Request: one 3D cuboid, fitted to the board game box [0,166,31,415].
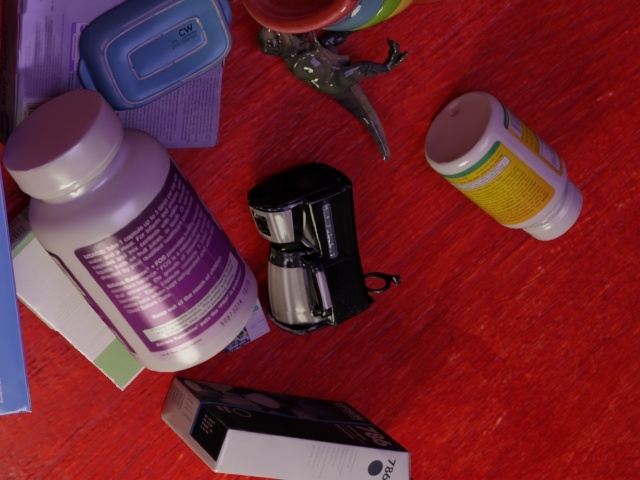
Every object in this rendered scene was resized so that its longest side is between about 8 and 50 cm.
[{"bbox_3d":[-0.443,0.031,1.792,0.233,0.078,0.347,-7,113,-12],"label":"board game box"}]

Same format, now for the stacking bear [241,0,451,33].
[{"bbox_3d":[0.057,-0.318,1.914,0.289,0.164,0.175,-11,77,-46],"label":"stacking bear"}]

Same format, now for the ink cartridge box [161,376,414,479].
[{"bbox_3d":[-0.016,0.246,2.099,0.333,0.165,0.065,13,101,-33],"label":"ink cartridge box"}]

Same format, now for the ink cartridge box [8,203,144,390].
[{"bbox_3d":[-0.253,0.038,1.950,0.171,0.056,0.235,-46,126,-6],"label":"ink cartridge box"}]

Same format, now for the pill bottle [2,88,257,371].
[{"bbox_3d":[-0.206,-0.013,1.819,0.169,0.169,0.301,-41,125,-10],"label":"pill bottle"}]

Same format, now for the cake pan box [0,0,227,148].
[{"bbox_3d":[-0.225,-0.220,1.859,0.246,0.070,0.266,-5,111,-26],"label":"cake pan box"}]

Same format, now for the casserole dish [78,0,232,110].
[{"bbox_3d":[-0.172,-0.212,1.831,0.188,0.037,0.114,-32,122,-17],"label":"casserole dish"}]

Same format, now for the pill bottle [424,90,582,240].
[{"bbox_3d":[0.238,-0.088,2.142,0.208,0.117,0.117,36,89,-35],"label":"pill bottle"}]

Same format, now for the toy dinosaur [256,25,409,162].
[{"bbox_3d":[0.031,-0.212,2.014,0.118,0.064,0.268,-49,127,3],"label":"toy dinosaur"}]

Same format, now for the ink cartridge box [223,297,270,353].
[{"bbox_3d":[-0.110,0.075,2.061,0.063,0.029,0.115,-29,121,-17],"label":"ink cartridge box"}]

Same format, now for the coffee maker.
[{"bbox_3d":[0.000,0.000,2.057,0.171,0.120,0.178,-34,126,-42],"label":"coffee maker"}]
